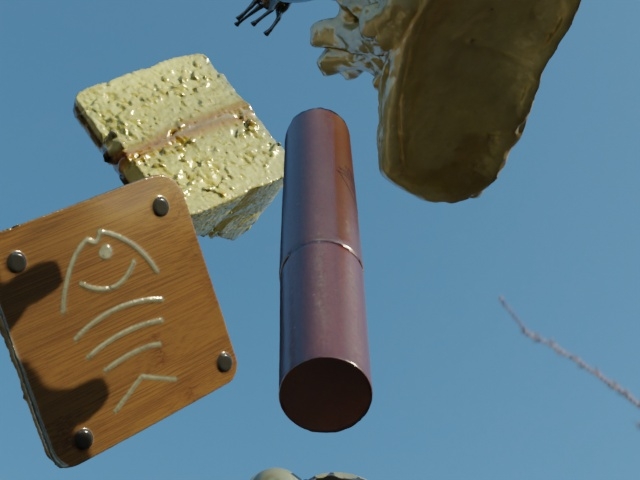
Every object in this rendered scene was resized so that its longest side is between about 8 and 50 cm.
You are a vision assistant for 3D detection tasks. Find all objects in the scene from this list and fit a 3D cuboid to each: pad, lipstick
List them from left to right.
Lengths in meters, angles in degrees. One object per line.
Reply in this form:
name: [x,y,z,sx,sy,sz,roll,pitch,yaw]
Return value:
pad: [-0.241,0.087,1.376,0.018,0.286,0.284,-6,-75,48]
lipstick: [0.000,0.000,0.793,0.057,0.356,0.057,0,-61,0]

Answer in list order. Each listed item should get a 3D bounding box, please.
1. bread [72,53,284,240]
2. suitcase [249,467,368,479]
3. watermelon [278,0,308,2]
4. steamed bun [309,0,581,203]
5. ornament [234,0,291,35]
bread: [-0.226,-0.111,1.706,0.236,0.263,0.198,-24,-21,-41]
suitcase: [-0.016,0.506,1.755,0.351,0.339,0.194,37,-21,15]
watermelon: [0.028,-0.396,1.407,0.129,0.301,0.123,33,-16,-11]
steamed bun: [0.113,-0.243,1.200,0.247,0.189,0.428,-4,-49,-21]
ornament: [-0.054,-0.317,1.493,0.073,0.125,0.028,24,-23,43]
